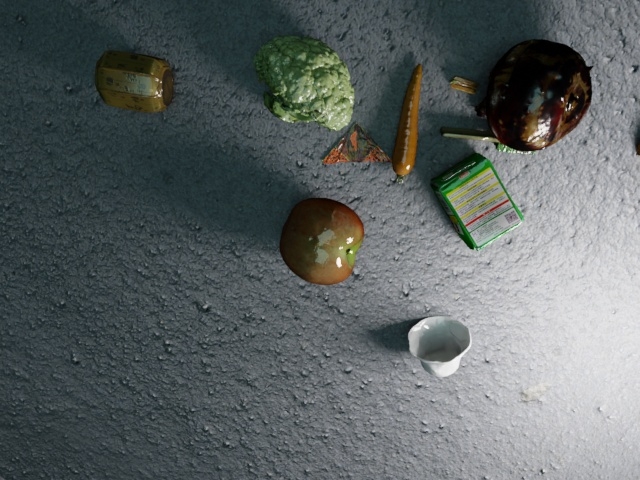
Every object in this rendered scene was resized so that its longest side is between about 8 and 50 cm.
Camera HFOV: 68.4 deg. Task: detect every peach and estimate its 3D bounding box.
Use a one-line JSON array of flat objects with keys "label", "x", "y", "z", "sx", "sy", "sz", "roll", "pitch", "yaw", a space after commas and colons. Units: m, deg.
[{"label": "peach", "x": 0.000, "y": 0.000, "z": 1.363, "sx": 0.252, "sy": 0.252, "sz": 0.252, "roll": 1, "pitch": 107, "yaw": 3}]

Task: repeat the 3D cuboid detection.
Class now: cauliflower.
[{"label": "cauliflower", "x": -0.057, "y": -0.399, "z": 1.254, "sx": 0.250, "sy": 0.272, "sz": 0.275, "roll": -28, "pitch": 90, "yaw": 42}]

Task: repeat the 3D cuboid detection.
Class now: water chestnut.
[{"label": "water chestnut", "x": 0.534, "y": -0.373, "z": 1.225, "sx": 0.300, "sy": 0.300, "sz": 0.300, "roll": 1, "pitch": 107, "yaw": 3}]

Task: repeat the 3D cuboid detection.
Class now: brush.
[{"label": "brush", "x": 0.482, "y": -0.286, "z": 1.339, "sx": 0.282, "sy": 0.054, "sz": 0.048, "roll": 7, "pitch": 127, "yaw": 1}]

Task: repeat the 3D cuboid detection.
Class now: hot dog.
[{"label": "hot dog", "x": 0.400, "y": -0.434, "z": 1.312, "sx": 0.083, "sy": 0.021, "sz": 0.037, "roll": 19, "pitch": 118, "yaw": -4}]

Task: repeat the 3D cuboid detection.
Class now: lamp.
[{"label": "lamp", "x": -0.508, "y": -0.435, "z": 1.292, "sx": 0.185, "sy": 0.161, "sz": 0.161, "roll": 7, "pitch": 108, "yaw": 0}]

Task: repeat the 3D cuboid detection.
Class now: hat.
[{"label": "hat", "x": 0.379, "y": 0.350, "z": 1.494, "sx": 0.203, "sy": 0.203, "sz": 0.126, "roll": -11, "pitch": 125, "yaw": 6}]

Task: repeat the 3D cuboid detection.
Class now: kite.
[{"label": "kite", "x": 0.107, "y": -0.285, "z": 1.380, "sx": 0.222, "sy": 0.008, "sz": 0.125, "roll": 0, "pitch": 107, "yaw": 3}]

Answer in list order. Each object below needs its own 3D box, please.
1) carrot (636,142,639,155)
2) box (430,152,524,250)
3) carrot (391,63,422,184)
[{"label": "carrot", "x": 0.939, "y": -0.328, "z": 1.293, "sx": 0.072, "sy": 0.072, "sz": 0.205, "roll": 10, "pitch": 106, "yaw": 0}, {"label": "box", "x": 0.453, "y": -0.110, "z": 1.369, "sx": 0.180, "sy": 0.103, "sz": 0.250, "roll": -32, "pitch": 104, "yaw": 12}, {"label": "carrot", "x": 0.249, "y": -0.325, "z": 1.333, "sx": 0.069, "sy": 0.069, "sz": 0.336, "roll": 6, "pitch": 105, "yaw": 1}]
